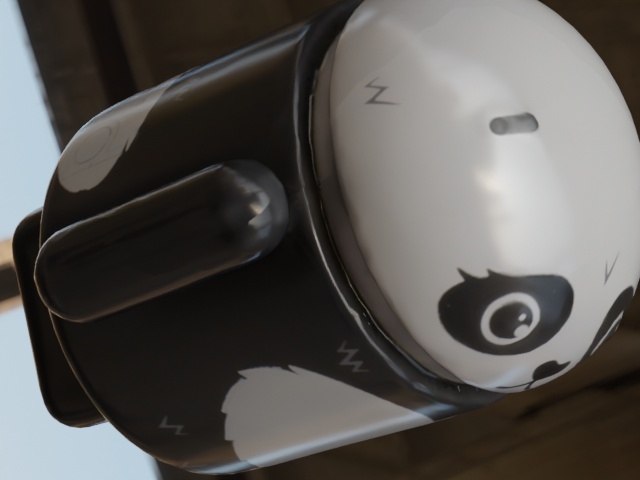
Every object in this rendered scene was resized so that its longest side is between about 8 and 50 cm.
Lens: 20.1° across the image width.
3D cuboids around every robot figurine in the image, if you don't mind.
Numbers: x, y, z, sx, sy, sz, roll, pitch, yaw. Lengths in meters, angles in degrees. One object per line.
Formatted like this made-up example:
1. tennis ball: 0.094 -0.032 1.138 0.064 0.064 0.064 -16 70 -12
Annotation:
1. robot figurine: -0.001 0.002 0.740 0.278 0.209 0.174 -20 -63 35
